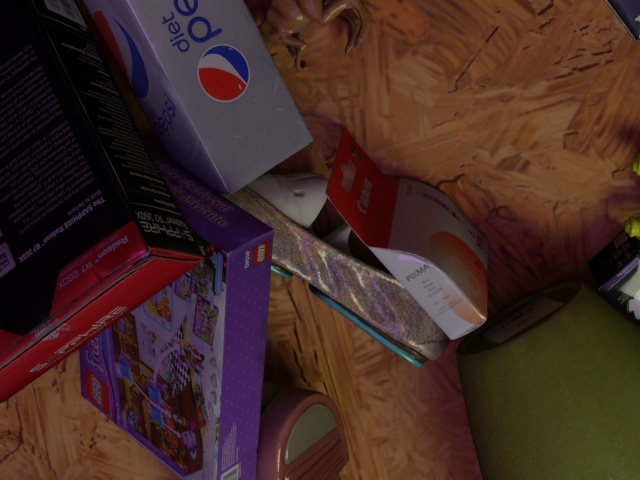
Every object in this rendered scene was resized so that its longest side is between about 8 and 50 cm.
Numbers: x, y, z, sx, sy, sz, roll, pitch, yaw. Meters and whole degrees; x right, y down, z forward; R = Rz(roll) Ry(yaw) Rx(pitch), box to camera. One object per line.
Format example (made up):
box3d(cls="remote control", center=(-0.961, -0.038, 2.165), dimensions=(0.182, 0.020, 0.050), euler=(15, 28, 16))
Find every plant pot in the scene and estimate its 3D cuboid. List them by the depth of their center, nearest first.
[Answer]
box3d(cls="plant pot", center=(0.256, 0.197, 1.149), dimensions=(0.274, 0.275, 0.293), euler=(-30, 95, 17))

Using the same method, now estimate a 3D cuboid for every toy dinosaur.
box3d(cls="toy dinosaur", center=(-0.006, -0.214, 1.054), dimensions=(0.112, 0.064, 0.211), euler=(30, 114, -9))

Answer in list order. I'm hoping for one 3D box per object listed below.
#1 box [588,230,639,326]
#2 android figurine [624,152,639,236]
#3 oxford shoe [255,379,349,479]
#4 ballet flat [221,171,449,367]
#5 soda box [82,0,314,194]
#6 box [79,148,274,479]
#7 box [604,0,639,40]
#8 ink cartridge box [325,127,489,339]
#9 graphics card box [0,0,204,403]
box3d(cls="box", center=(0.303, 0.042, 1.158), dimensions=(0.083, 0.062, 0.052), euler=(40, 110, -14))
box3d(cls="android figurine", center=(0.415, -0.040, 1.117), dimensions=(0.272, 0.056, 0.248), euler=(2, 116, 0))
box3d(cls="oxford shoe", center=(-0.047, 0.298, 1.291), dimensions=(0.146, 0.140, 0.397), euler=(16, 126, 31))
box3d(cls="ballet flat", center=(0.000, 0.000, 1.149), dimensions=(0.316, 0.107, 0.106), euler=(32, 94, -17))
box3d(cls="soda box", center=(-0.123, -0.181, 1.025), dimensions=(0.098, 0.091, 0.286), euler=(-35, 107, -24))
box3d(cls="box", center=(-0.136, 0.072, 1.099), dimensions=(0.201, 0.057, 0.293), euler=(32, 133, 31))
box3d(cls="box", center=(0.304, -0.291, 0.930), dimensions=(0.261, 0.184, 0.103), euler=(-39, 108, 19))
box3d(cls="ink cartridge box", center=(0.083, -0.018, 1.098), dimensions=(0.045, 0.145, 0.179), euler=(-32, 109, 23))
box3d(cls="graphics card box", center=(-0.275, -0.078, 1.011), dimensions=(0.232, 0.094, 0.371), euler=(-35, 72, 18))
